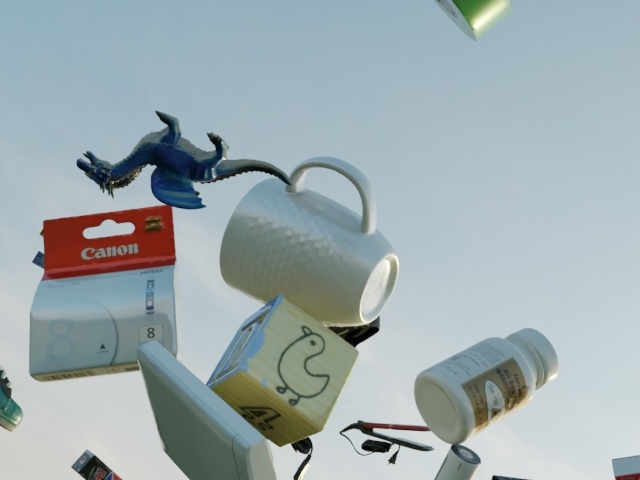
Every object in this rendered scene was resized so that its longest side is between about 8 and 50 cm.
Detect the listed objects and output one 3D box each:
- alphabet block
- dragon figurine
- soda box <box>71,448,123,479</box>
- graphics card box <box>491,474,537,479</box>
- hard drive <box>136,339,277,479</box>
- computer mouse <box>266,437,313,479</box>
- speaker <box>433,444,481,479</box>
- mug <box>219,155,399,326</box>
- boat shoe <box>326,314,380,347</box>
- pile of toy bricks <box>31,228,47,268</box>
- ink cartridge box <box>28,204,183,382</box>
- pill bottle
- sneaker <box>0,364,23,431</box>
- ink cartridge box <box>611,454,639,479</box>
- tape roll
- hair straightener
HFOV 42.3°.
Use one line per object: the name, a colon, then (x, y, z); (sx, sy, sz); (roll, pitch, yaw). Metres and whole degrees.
alphabet block: (-0.077, 0.254, 1.591); (0.197, 0.192, 0.193); (36, -33, -11)
dragon figurine: (-0.197, -0.094, 1.193); (0.289, 0.144, 0.085); (21, 6, -16)
soda box: (-0.481, 0.548, 1.870); (0.060, 0.053, 0.169); (4, -42, 55)
graphics card box: (0.334, 0.574, 1.350); (0.233, 0.370, 0.094); (14, 11, -20)
hard drive: (-0.175, 0.326, 1.304); (0.353, 0.047, 0.233); (27, -47, 50)
computer mouse: (-0.129, 0.477, 1.720); (0.184, 0.262, 0.060); (44, -33, -18)
speaker: (0.208, 0.403, 1.347); (0.055, 0.055, 0.136); (25, -75, 5)
mug: (0.000, 0.000, 1.796); (0.328, 0.276, 0.374); (23, -65, 26)
boat shoe: (0.054, 0.226, 1.901); (0.206, 0.065, 0.075); (-37, -46, 20)
pile of toy bricks: (-0.589, 0.061, 1.977); (0.212, 0.118, 0.105); (32, -3, -16)
ink cartridge box: (-0.465, 0.099, 1.798); (0.308, 0.384, 0.091); (-7, -21, -1)
pill bottle: (0.281, 0.235, 1.381); (0.131, 0.229, 0.131); (40, -38, 42)
sneaker: (-0.612, 0.199, 1.466); (0.302, 0.121, 0.108); (54, -27, -12)
ink cartridge box: (0.708, 0.545, 1.802); (0.109, 0.063, 0.150); (-15, -68, 17)
tape roll: (0.175, -0.464, 1.316); (0.077, 0.321, 0.321); (-40, -67, 12)
hair straightener: (0.137, 0.430, 1.753); (0.230, 0.089, 0.047); (-3, -12, 34)
